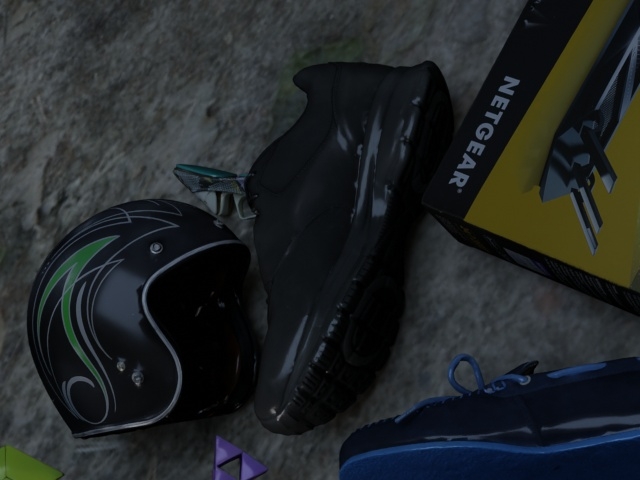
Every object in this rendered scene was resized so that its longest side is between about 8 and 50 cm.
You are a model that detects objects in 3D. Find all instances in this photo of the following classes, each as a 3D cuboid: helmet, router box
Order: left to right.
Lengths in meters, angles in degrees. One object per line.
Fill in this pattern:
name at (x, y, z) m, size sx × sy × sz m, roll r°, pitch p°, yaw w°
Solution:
helmet at (-0.128, 0.053, 1.215) m, size 0.169 × 0.169 × 0.162 m, roll -13°, pitch 83°, yaw 23°
router box at (0.245, -0.102, 1.119) m, size 0.243 × 0.081 × 0.309 m, roll 23°, pitch 81°, yaw 31°

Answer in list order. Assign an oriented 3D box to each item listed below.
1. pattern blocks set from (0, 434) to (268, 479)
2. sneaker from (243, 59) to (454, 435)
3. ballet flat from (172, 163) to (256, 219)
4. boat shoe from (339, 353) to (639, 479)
pattern blocks set at (-0.152, 0.265, 1.123) m, size 0.325 × 0.026 × 0.285 m, roll -40°, pitch 81°, yaw -11°
sneaker at (0.000, 0.000, 1.199) m, size 0.130 × 0.109 × 0.286 m, roll 12°, pitch 68°, yaw 22°
ballet flat at (-0.066, -0.036, 1.288) m, size 0.114 × 0.041 × 0.041 m, roll 6°, pitch 75°, yaw 30°
boat shoe at (0.141, 0.127, 1.099) m, size 0.258 × 0.109 × 0.089 m, roll -5°, pitch 45°, yaw 6°
